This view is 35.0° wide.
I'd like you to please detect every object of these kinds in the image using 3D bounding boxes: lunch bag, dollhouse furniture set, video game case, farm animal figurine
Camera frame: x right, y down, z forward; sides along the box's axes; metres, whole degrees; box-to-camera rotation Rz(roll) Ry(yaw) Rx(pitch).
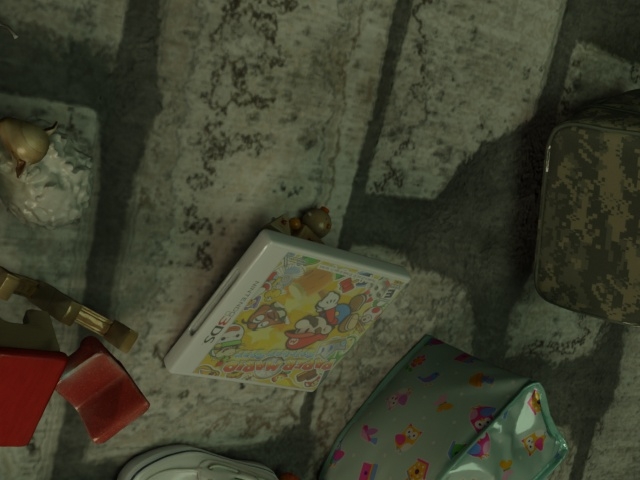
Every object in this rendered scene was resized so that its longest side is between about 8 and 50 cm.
[{"bbox_3d":[0.146,0.277,1.308,0.262,0.223,0.160,-42,121,-21],"label":"lunch bag"},{"bbox_3d":[-0.268,0.254,0.922,0.201,0.152,0.374,10,119,-42],"label":"dollhouse furniture set"},{"bbox_3d":[-0.034,0.089,1.161,0.227,0.026,0.206,15,123,-43],"label":"video game case"},{"bbox_3d":[0.449,-0.055,1.458,0.256,0.212,0.305,-32,128,-48],"label":"lunch bag"},{"bbox_3d":[-0.356,-0.075,0.786,0.330,0.172,0.327,-37,126,-25],"label":"farm animal figurine"}]

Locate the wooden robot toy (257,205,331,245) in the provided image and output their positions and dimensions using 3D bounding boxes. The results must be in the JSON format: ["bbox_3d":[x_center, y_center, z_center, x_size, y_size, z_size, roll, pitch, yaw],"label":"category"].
[{"bbox_3d":[0.000,0.000,1.192,0.173,0.076,0.079,45,64,-41],"label":"wooden robot toy"}]

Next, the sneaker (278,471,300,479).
[{"bbox_3d":[-0.051,0.378,1.284,0.067,0.064,0.175,-5,109,-43],"label":"sneaker"}]

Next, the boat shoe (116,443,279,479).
[{"bbox_3d":[-0.125,0.288,1.180,0.226,0.076,0.083,9,99,-42],"label":"boat shoe"}]

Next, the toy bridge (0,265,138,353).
[{"bbox_3d":[-0.260,0.061,0.989,0.188,0.063,0.026,36,82,-51],"label":"toy bridge"}]
